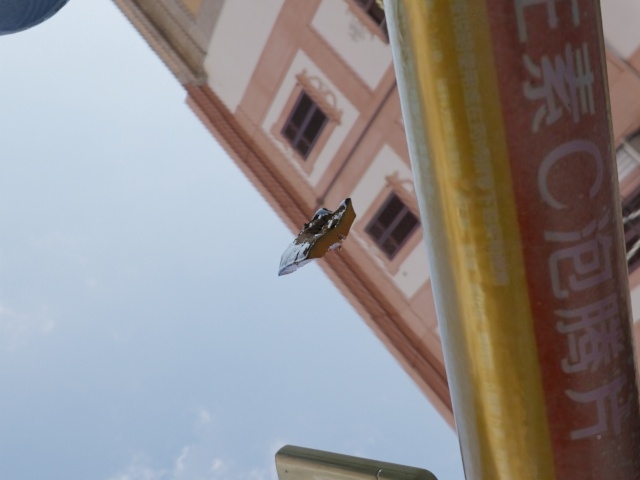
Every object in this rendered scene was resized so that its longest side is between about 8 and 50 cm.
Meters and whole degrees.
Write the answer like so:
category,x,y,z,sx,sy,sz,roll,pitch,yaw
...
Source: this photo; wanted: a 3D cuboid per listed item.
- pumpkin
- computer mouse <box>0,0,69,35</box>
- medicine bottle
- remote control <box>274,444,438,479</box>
category,x,y,z,sx,sy,sz,roll,pitch,yaw
pumpkin,-0.001,0.001,0.813,0.035,0.073,0.101,49,-124,-17
computer mouse,-0.146,-0.256,0.374,0.167,0.379,0.090,47,-150,10
medicine bottle,0.093,0.009,0.377,0.108,0.108,0.426,-25,-70,-38
remote control,0.043,0.280,0.871,0.038,0.233,0.098,-29,-74,-42
